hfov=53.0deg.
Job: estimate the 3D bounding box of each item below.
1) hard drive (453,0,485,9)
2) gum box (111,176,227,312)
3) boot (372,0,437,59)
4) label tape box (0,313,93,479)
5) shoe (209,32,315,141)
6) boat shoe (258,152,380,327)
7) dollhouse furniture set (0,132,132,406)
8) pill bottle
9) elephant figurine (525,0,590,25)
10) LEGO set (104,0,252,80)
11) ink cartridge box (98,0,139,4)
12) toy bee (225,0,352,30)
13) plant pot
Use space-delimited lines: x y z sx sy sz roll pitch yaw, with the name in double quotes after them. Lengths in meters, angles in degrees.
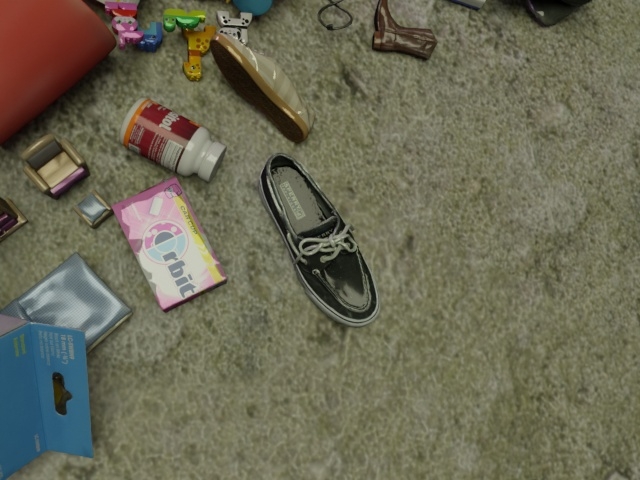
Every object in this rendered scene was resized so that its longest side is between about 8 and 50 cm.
0.169 -0.569 1.173 0.319 0.040 0.210 16 78 -6 "hard drive"
-0.234 0.004 0.992 0.107 0.062 0.188 -26 85 -13 "gum box"
0.152 -0.380 1.137 0.114 0.037 0.106 6 92 -5 "boot"
-0.473 0.199 0.807 0.334 0.106 0.240 11 121 4 "label tape box"
-0.090 -0.255 1.042 0.219 0.077 0.058 45 65 -23 "shoe"
0.004 -0.002 1.010 0.113 0.105 0.306 -25 84 -12 "boat shoe"
-0.383 0.043 0.893 0.286 0.198 0.303 -41 89 -13 "dollhouse furniture set"
-0.230 -0.155 1.011 0.152 0.086 0.086 27 77 -4 "pill bottle"
0.449 -0.476 1.154 0.240 0.169 0.186 27 106 -19 "elephant figurine"
-0.228 -0.316 1.044 0.227 0.087 0.093 -2 83 -16 "LEGO set"
-0.367 -0.448 0.988 0.209 0.062 0.109 22 114 -32 "ink cartridge box"
-0.091 -0.465 1.047 0.299 0.162 0.195 -7 58 -15 "toy bee"
-0.476 -0.283 0.918 0.275 0.275 0.243 36 85 -1 "plant pot"
